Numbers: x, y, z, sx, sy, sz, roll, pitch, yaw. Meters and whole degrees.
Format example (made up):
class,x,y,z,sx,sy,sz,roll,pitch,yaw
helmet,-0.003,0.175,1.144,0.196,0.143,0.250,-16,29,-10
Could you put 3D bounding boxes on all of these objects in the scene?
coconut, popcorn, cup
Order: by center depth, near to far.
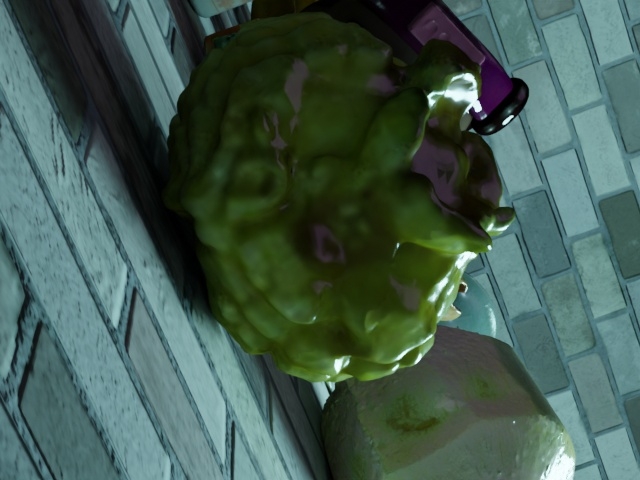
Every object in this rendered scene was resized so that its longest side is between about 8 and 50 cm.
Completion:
class,x,y,z,sx,sy,sz,roll,pitch,yaw
popcorn,0.008,-0.036,1.158,0.257,0.270,0.224,26,2,1
coconut,0.113,0.205,1.463,0.245,0.233,0.233,-115,-179,-53
cup,0.132,0.144,2.153,0.199,0.199,0.150,68,24,-20

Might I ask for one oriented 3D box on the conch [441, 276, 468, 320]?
class,x,y,z,sx,sy,sz,roll,pitch,yaw
conch,0.037,0.000,1.710,0.255,0.127,0.158,38,-47,31

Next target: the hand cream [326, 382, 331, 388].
class,x,y,z,sx,sy,sz,roll,pitch,yaw
hand cream,-0.003,0.114,1.597,0.102,0.022,0.035,70,-4,-55

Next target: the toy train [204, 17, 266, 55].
class,x,y,z,sx,sy,sz,roll,pitch,yaw
toy train,-0.051,-0.139,1.610,0.072,0.099,0.188,-105,172,-45

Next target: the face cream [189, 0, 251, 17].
class,x,y,z,sx,sy,sz,roll,pitch,yaw
face cream,-0.029,-0.323,1.675,0.101,0.251,0.101,-20,90,-84

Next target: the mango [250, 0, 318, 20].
class,x,y,z,sx,sy,sz,roll,pitch,yaw
mango,-0.019,-0.247,2.141,0.236,0.136,0.166,64,9,-6

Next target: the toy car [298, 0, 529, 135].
class,x,y,z,sx,sy,sz,roll,pitch,yaw
toy car,0.055,-0.182,1.807,0.271,0.240,0.340,45,-2,-11
